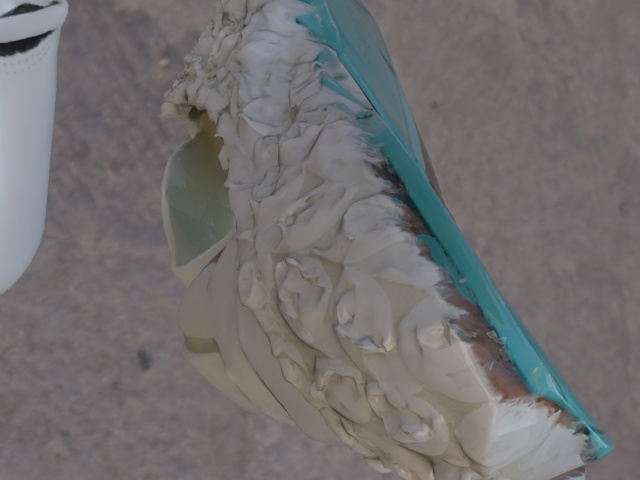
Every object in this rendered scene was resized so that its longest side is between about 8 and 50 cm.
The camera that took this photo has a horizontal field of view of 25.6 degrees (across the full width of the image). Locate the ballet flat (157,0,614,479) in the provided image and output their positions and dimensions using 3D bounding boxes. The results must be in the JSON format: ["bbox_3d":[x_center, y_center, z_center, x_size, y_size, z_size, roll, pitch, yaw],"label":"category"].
[{"bbox_3d":[0.000,0.000,0.593,0.147,0.147,0.409,44,13,-25],"label":"ballet flat"}]

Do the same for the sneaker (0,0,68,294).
[{"bbox_3d":[-0.078,-0.094,0.290,0.085,0.086,0.237,-32,127,-58],"label":"sneaker"}]
